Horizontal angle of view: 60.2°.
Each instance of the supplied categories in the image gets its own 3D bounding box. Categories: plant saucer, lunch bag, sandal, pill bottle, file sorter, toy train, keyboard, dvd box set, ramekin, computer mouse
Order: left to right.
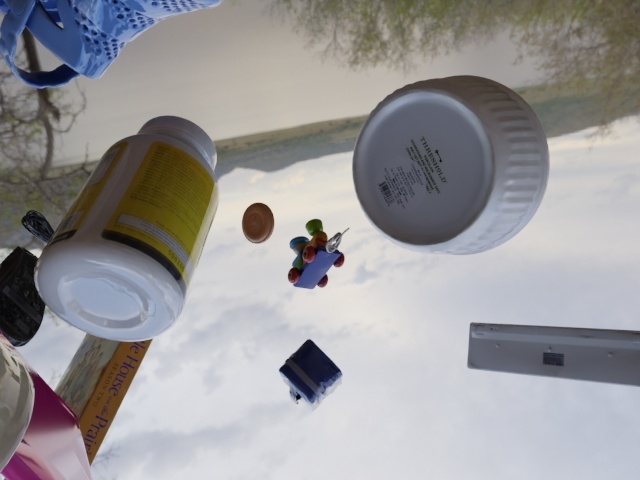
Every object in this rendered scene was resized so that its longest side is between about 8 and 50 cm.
[{"bbox_3d":[-0.372,0.231,0.561,0.182,0.202,0.291,-38,-156,-19],"label":"file sorter"},{"bbox_3d":[-0.481,0.092,0.940,0.060,0.184,0.262,-18,-135,10],"label":"computer mouse"},{"bbox_3d":[-0.453,0.282,1.093,0.308,0.062,0.420,-22,-141,47],"label":"dvd box set"},{"bbox_3d":[-0.224,-0.228,0.561,0.318,0.138,0.126,6,-179,34],"label":"sandal"},{"bbox_3d":[-0.139,-0.020,0.442,0.103,0.103,0.184,-6,-137,13],"label":"pill bottle"},{"bbox_3d":[-0.127,-0.035,1.100,0.084,0.083,0.013,0,178,35],"label":"plant saucer"},{"bbox_3d":[-0.016,0.180,0.719,0.065,0.067,0.098,-40,158,-17],"label":"lunch bag"},{"bbox_3d":[0.000,0.000,1.388,0.105,0.248,0.143,11,-136,-29],"label":"toy train"},{"bbox_3d":[0.133,-0.079,0.608,0.207,0.207,0.109,0,-172,36],"label":"ramekin"},{"bbox_3d":[0.327,0.156,0.774,0.256,0.072,0.014,-4,169,40],"label":"keyboard"}]

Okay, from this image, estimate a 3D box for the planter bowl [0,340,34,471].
[{"bbox_3d":[-0.279,0.094,0.332,0.162,0.109,0.162,-6,-141,5],"label":"planter bowl"}]
